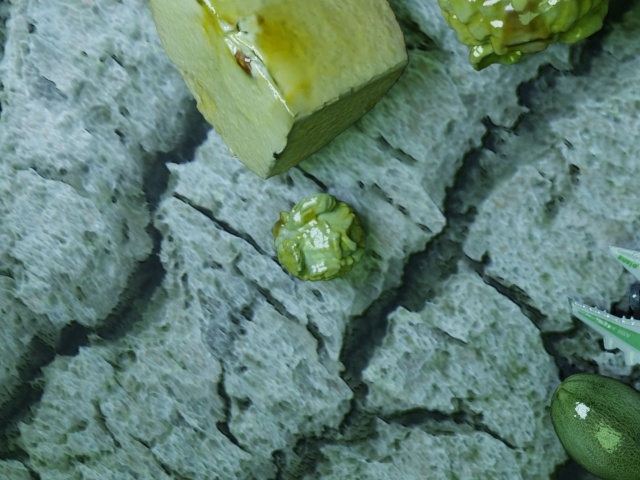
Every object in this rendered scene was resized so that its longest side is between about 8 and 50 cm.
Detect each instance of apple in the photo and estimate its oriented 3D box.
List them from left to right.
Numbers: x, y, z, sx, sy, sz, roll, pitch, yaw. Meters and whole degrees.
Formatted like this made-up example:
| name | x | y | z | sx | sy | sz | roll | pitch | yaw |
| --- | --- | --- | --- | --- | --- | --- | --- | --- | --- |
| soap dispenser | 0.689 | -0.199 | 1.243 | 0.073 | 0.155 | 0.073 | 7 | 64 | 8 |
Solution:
| name | x | y | z | sx | sy | sz | roll | pitch | yaw |
| --- | --- | --- | --- | --- | --- | --- | --- | --- | --- |
| apple | -0.076 | -0.274 | 1.082 | 0.314 | 0.252 | 0.309 | -38 | 81 | 19 |

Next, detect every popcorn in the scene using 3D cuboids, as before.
| name | x | y | z | sx | sy | sz | roll | pitch | yaw |
| --- | --- | --- | --- | --- | --- | --- | --- | --- | --- |
| popcorn | 0.000 | 0.000 | 1.198 | 0.136 | 0.141 | 0.162 | 6 | 136 | -24 |
| popcorn | 0.262 | -0.324 | 1.006 | 0.235 | 0.181 | 0.216 | -1 | 112 | 22 |

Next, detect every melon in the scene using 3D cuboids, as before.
| name | x | y | z | sx | sy | sz | roll | pitch | yaw |
| --- | --- | --- | --- | --- | --- | --- | --- | --- | --- |
| melon | 0.420 | 0.274 | 1.150 | 0.192 | 0.139 | 0.139 | 39 | 111 | 6 |

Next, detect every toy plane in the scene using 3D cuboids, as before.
| name | x | y | z | sx | sy | sz | roll | pitch | yaw |
| --- | --- | --- | --- | --- | --- | --- | --- | --- | --- |
| toy plane | 0.474 | 0.124 | 1.093 | 0.251 | 0.101 | 0.255 | -6 | 95 | 37 |
